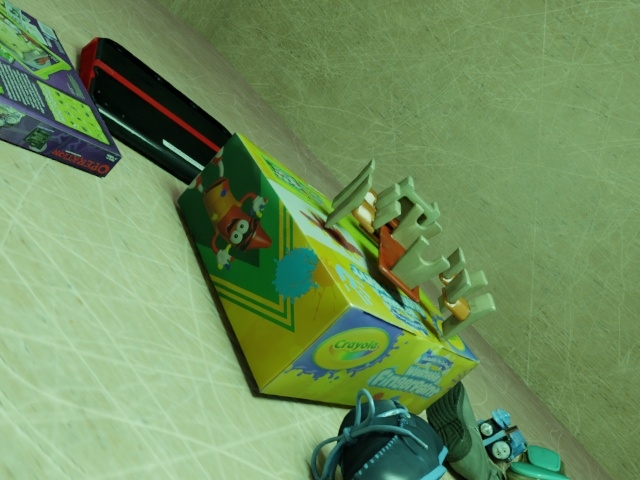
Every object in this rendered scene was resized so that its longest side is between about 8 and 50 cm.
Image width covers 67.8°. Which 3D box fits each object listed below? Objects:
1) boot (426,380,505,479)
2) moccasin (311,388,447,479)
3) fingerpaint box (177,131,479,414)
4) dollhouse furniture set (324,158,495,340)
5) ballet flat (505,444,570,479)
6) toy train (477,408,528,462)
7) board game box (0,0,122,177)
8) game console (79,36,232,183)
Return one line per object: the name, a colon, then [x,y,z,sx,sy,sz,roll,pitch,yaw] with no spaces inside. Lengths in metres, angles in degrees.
boot: [0.283,0.389,0.906,0.161,0.083,0.246,53,18,-4]
moccasin: [0.059,0.246,0.536,0.117,0.137,0.342,47,-2,22]
fingerpaint box: [0.023,0.078,0.794,0.444,0.163,0.371,30,19,-50]
dollhouse furniture set: [0.126,0.006,0.768,0.262,0.135,0.259,43,24,-12]
ballet flat: [0.424,0.490,0.930,0.116,0.124,0.342,7,-11,26]
toy train: [0.418,0.454,1.104,0.184,0.080,0.105,27,29,-56]
board game box: [-0.416,-0.239,0.632,0.347,0.056,0.208,53,10,29]
game console: [-0.298,-0.222,0.961,0.386,0.060,0.342,34,23,-41]
